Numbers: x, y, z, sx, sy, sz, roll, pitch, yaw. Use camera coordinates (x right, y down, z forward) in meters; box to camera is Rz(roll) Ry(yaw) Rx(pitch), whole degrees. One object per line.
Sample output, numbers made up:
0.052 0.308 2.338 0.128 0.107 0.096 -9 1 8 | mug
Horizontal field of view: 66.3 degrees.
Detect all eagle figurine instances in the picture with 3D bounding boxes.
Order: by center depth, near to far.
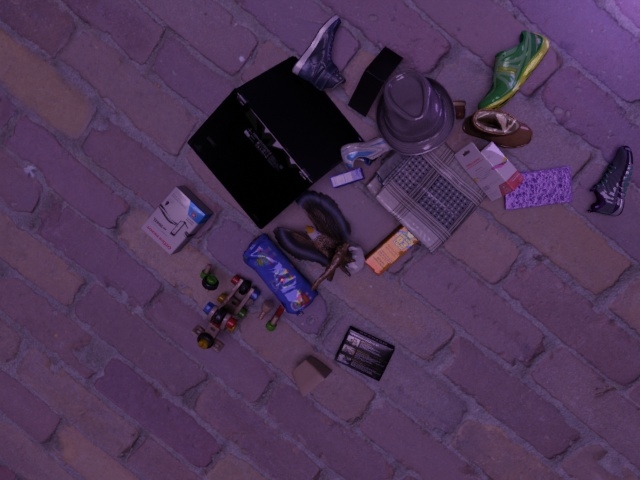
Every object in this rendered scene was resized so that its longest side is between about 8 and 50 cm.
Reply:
-0.003 -0.008 1.644 0.226 0.298 0.225 -21 129 -18 | eagle figurine

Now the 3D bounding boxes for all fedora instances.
0.280 -0.412 1.503 0.243 0.124 0.275 -16 67 14 | fedora

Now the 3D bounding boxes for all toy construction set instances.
-0.308 0.282 1.736 0.308 0.257 0.237 19 121 -19 | toy construction set

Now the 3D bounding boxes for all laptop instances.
-0.145 -0.327 1.638 0.408 0.236 0.382 -39 92 26 | laptop

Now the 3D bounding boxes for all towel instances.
0.353 -0.172 1.591 0.324 0.056 0.312 44 83 -1 | towel

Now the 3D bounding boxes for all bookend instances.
0.176 -0.512 1.583 0.072 0.156 0.157 34 145 1 | bookend

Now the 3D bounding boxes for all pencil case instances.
-0.145 0.123 1.709 0.133 0.119 0.306 -40 92 3 | pencil case

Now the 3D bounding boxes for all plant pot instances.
-0.040 0.480 1.765 0.109 0.109 0.096 -43 80 11 | plant pot

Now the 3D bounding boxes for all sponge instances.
0.709 -0.170 1.605 0.210 0.031 0.117 -7 97 9 | sponge

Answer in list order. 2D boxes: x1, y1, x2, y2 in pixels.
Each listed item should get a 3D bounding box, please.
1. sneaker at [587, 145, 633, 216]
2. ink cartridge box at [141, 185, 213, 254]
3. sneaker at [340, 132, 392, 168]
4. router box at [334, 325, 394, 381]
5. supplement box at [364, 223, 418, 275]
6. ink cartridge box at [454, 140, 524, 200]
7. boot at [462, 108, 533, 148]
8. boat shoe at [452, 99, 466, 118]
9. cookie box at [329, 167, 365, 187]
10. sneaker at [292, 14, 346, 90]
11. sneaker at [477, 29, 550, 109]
0.915 -0.189 1.553 0.098 0.083 0.224 6 100 11 | sneaker
-0.508 -0.071 1.739 0.148 0.086 0.203 43 101 -1 | ink cartridge box
0.179 -0.295 1.599 0.237 0.085 0.086 -18 97 -14 | sneaker
0.158 0.404 1.755 0.179 0.046 0.133 25 101 2 | router box
0.256 0.013 1.665 0.233 0.080 0.078 -43 93 8 | supplement box
0.529 -0.232 1.549 0.067 0.115 0.198 -42 92 -21 | ink cartridge box
0.552 -0.333 1.475 0.236 0.269 0.089 9 100 5 | boot
0.382 -0.413 1.588 0.178 0.064 0.060 -5 96 5 | boat shoe
0.091 -0.209 1.643 0.107 0.092 0.040 -17 93 10 | cookie box
0.037 -0.594 1.591 0.163 0.086 0.226 35 98 -3 | sneaker
0.581 -0.521 1.534 0.123 0.109 0.295 38 92 8 | sneaker
